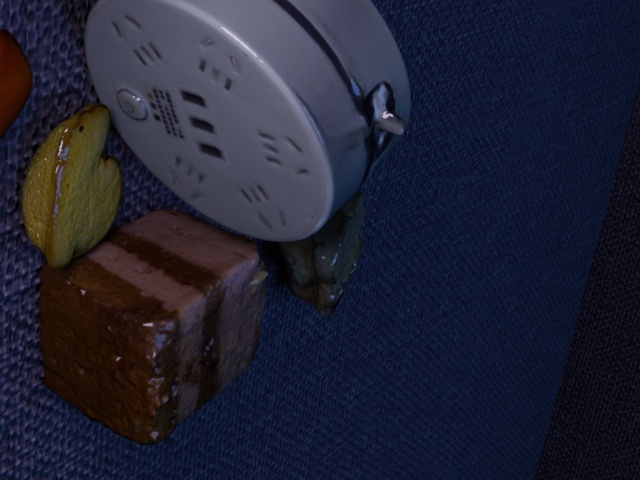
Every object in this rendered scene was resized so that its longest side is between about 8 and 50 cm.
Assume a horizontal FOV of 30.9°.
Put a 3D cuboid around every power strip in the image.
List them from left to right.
[{"bbox_3d":[-0.073,-0.164,1.241,0.161,0.357,0.358,-48,147,-30],"label":"power strip"}]

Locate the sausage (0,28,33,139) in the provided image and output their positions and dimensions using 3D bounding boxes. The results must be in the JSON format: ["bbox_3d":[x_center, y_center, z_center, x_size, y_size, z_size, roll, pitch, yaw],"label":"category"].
[{"bbox_3d":[-0.371,-0.080,1.096,0.300,0.083,0.089,-54,137,-22],"label":"sausage"}]

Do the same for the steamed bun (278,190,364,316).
[{"bbox_3d":[0.000,0.000,1.750,0.177,0.106,0.192,83,27,-63],"label":"steamed bun"}]

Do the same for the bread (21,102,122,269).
[{"bbox_3d":[-0.275,-0.068,1.295,0.149,0.065,0.188,-25,129,-64],"label":"bread"}]

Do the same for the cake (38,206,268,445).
[{"bbox_3d":[-0.181,0.090,1.426,0.293,0.198,0.196,-32,134,-47],"label":"cake"}]
